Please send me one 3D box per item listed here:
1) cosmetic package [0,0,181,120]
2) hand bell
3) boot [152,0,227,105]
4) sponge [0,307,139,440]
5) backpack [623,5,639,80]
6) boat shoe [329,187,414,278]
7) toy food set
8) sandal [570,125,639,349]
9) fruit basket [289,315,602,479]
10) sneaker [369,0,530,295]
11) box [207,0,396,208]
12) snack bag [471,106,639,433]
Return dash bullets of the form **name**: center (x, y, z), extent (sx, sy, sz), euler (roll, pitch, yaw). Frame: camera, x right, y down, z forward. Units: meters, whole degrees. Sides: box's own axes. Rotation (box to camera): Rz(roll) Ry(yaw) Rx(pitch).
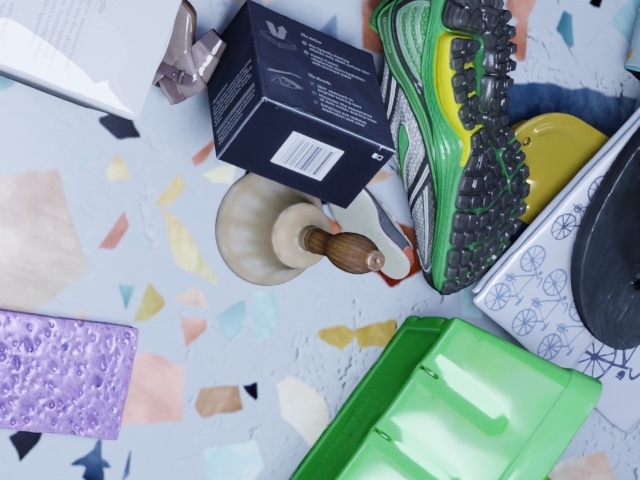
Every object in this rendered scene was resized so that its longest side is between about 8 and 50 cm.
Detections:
- **cosmetic package**: center (-0.247, -0.215, 1.716), extent (0.183, 0.151, 0.151), euler (21, 89, -27)
- **hand bell**: center (0.000, 0.000, 1.822), extent (0.126, 0.242, 0.126), euler (-4, 99, -26)
- **boot**: center (-0.153, -0.197, 1.827), extent (0.087, 0.042, 0.118), euler (-43, 81, 9)
- **sponge**: center (-0.288, 0.129, 1.815), extent (0.210, 0.031, 0.117), euler (10, 93, -27)
- **backpack**: center (0.438, -0.213, 2.050), extent (0.188, 0.166, 0.144), euler (5, 99, -28)
- **boat shoe**: center (0.055, -0.021, 1.960), extent (0.137, 0.049, 0.043), euler (52, 32, -21)
- **toy food set**: center (0.273, -0.070, 2.049), extent (0.218, 0.071, 0.128), euler (30, 100, -28)
- **sandal**: center (0.405, -0.073, 1.940), extent (0.167, 0.107, 0.446), euler (18, 106, -30)
- **fruit basket**: center (0.175, 0.300, 1.928), extent (0.392, 0.283, 0.392), euler (0, 88, -15)
- **sneaker**: center (0.129, -0.106, 1.943), extent (0.134, 0.146, 0.344), euler (-25, 120, -42)
- **box**: center (-0.023, -0.135, 1.828), extent (0.156, 0.158, 0.093), euler (21, 128, -27)
- **snack bag**: center (0.363, 0.037, 2.063), extent (0.323, 0.037, 0.342), euler (-47, 127, -1)
